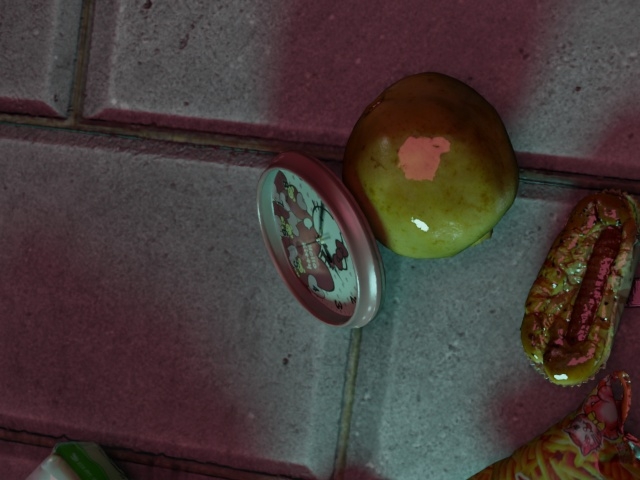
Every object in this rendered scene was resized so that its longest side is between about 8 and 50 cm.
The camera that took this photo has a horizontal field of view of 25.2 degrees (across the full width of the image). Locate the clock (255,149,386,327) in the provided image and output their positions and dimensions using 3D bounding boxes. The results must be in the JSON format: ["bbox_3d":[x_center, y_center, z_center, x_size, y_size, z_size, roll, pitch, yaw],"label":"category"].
[{"bbox_3d":[0.001,-0.001,1.805,0.056,0.244,0.244,-25,80,-26],"label":"clock"}]

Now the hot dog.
[{"bbox_3d":[0.327,0.056,1.772,0.131,0.069,0.253,22,92,34],"label":"hot dog"}]

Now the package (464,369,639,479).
[{"bbox_3d":[0.321,0.322,1.762,0.288,0.108,0.223,-38,85,19],"label":"package"}]

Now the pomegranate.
[{"bbox_3d":[0.133,-0.091,1.767,0.233,0.233,0.233,0,88,15],"label":"pomegranate"}]

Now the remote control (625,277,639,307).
[{"bbox_3d":[0.398,0.065,1.791,0.096,0.014,0.039,-3,87,16],"label":"remote control"}]

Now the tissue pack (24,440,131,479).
[{"bbox_3d":[-0.293,0.516,1.868,0.332,0.205,0.405,-45,77,5],"label":"tissue pack"}]
